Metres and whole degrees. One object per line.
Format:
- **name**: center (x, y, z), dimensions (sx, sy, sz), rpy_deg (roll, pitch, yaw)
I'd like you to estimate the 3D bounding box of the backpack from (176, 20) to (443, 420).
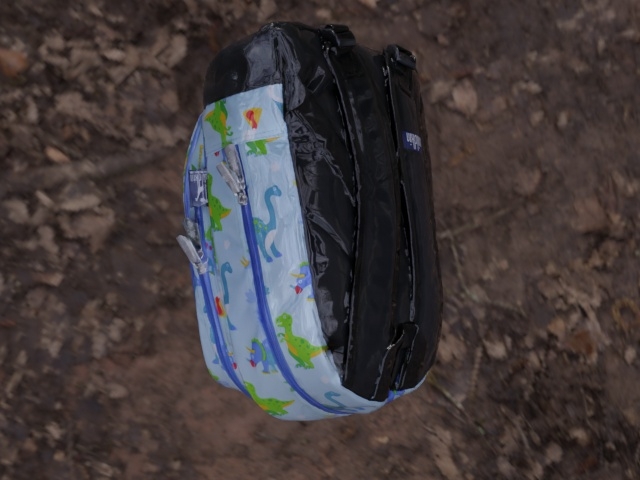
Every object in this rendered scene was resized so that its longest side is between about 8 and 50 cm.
- **backpack**: center (0.000, 0.000, 1.235), dimensions (0.273, 0.290, 0.356), rpy_deg (-26, 76, 29)
